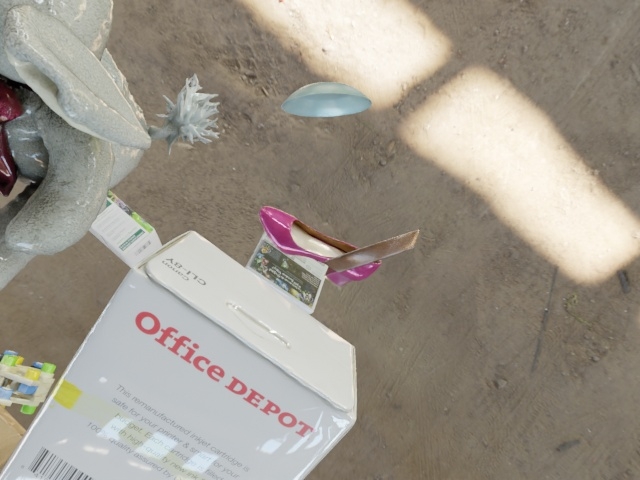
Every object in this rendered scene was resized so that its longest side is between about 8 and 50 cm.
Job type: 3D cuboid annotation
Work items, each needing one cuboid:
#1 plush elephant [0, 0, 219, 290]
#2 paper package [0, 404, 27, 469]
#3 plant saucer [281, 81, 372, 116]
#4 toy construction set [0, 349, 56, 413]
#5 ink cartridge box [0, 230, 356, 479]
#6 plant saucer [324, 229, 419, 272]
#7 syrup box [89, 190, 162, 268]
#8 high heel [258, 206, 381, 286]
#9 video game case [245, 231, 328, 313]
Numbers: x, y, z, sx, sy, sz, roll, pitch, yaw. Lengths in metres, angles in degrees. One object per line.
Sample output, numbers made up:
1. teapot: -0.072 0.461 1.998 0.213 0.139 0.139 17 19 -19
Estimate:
1. plush elephant: -0.261 -0.143 0.375 0.330 0.255 0.272 -22 66 -11
2. paper package: -0.792 0.409 0.816 0.325 0.168 0.309 -44 91 4
3. plant saucer: 0.013 -0.304 0.931 0.195 0.195 0.037 -1 94 3
4. toy construction set: -0.794 0.314 1.062 0.328 0.215 0.151 28 77 19
5. ink cartridge box: -0.173 0.225 0.546 0.279 0.160 0.384 37 105 -7
6. plant saucer: 0.089 0.022 0.736 0.168 0.168 0.029 -19 87 2
7. syrup box: -0.511 -0.046 1.062 0.237 0.096 0.093 38 65 11
8. high heel: 0.000 0.000 0.831 0.244 0.082 0.117 43 132 -17
9. video game case: -0.073 0.061 1.055 0.190 0.173 0.022 36 134 -16
